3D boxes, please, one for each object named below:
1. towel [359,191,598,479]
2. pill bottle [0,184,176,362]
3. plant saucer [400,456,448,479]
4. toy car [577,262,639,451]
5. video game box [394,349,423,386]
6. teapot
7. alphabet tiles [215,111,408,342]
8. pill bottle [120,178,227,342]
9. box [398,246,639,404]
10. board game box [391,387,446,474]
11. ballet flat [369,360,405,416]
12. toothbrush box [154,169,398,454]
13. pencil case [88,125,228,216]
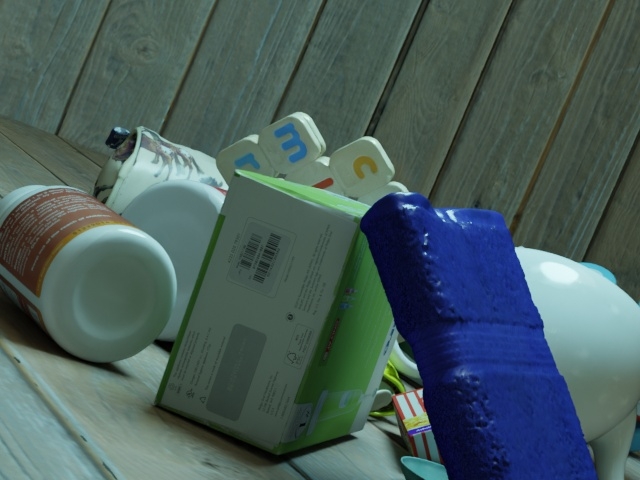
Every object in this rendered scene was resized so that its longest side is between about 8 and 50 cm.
[{"bbox_3d":[0.127,0.118,1.364,0.076,0.308,0.228,-25,-16,24],"label":"towel"},{"bbox_3d":[-0.221,0.020,1.523,0.121,0.121,0.216,20,5,-32],"label":"pill bottle"},{"bbox_3d":[0.120,0.221,1.483,0.119,0.021,0.119,23,4,-2],"label":"plant saucer"},{"bbox_3d":[0.347,0.189,2.272,0.210,0.219,0.238,25,34,22],"label":"toy car"},{"bbox_3d":[0.183,0.123,2.216,0.205,0.048,0.187,-22,34,-32],"label":"video game box"},{"bbox_3d":[0.217,0.139,1.826,0.256,0.187,0.252,14,-30,29],"label":"teapot"},{"bbox_3d":[0.000,0.000,1.931,0.284,0.278,0.021,60,39,-7],"label":"alphabet tiles"},{"bbox_3d":[-0.081,0.035,1.789,0.161,0.161,0.283,25,5,29],"label":"pill bottle"},{"bbox_3d":[0.243,0.123,2.103,0.232,0.058,0.322,-16,31,-24],"label":"box"},{"bbox_3d":[0.150,0.168,1.638,0.147,0.045,0.193,-14,6,-2],"label":"board game box"},{"bbox_3d":[0.008,0.131,1.717,0.231,0.077,0.077,22,21,-47],"label":"ballet flat"},{"bbox_3d":[-0.013,0.061,1.499,0.122,0.206,0.283,21,4,17],"label":"toothbrush box"},{"bbox_3d":[-0.103,-0.010,2.246,0.410,0.160,0.183,21,-8,-19],"label":"pencil case"}]
